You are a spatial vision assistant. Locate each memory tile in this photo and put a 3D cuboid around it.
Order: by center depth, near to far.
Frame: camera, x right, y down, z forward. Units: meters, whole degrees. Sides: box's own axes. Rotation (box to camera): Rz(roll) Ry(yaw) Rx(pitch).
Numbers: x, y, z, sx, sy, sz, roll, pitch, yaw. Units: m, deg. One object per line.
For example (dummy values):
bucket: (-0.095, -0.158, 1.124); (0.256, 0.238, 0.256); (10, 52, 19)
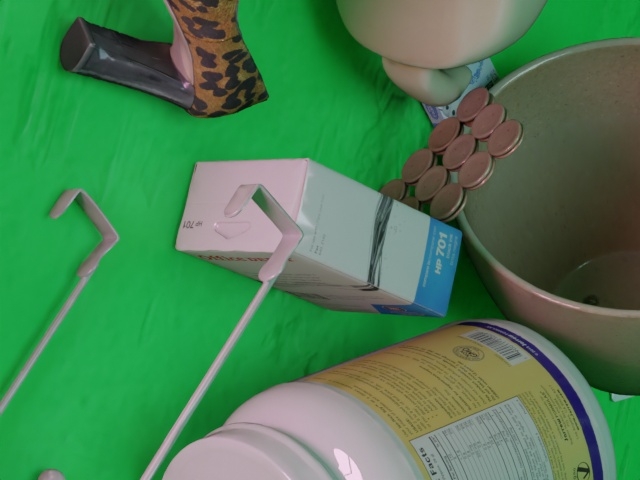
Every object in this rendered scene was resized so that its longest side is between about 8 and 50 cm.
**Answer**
memory tile: (0.111, -0.061, 1.599); (0.012, 0.113, 0.148); (37, 99, -31)

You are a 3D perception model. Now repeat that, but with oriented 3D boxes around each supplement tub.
supplement tub: (0.056, 0.211, 1.487); (0.331, 0.241, 0.241); (-17, 102, -43)

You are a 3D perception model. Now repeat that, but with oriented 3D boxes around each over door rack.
over door rack: (-0.141, 0.123, 1.290); (0.108, 0.239, 0.324); (36, 66, -37)

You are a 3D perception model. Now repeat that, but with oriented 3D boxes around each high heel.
high heel: (-0.054, -0.192, 1.390); (0.186, 0.261, 0.093); (13, 48, -41)

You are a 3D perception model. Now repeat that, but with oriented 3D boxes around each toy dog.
toy dog: (0.183, -0.345, 1.589); (0.408, 0.284, 0.395); (-46, 133, -36)

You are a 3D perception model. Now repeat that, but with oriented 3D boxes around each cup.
cup: (0.292, 0.010, 1.705); (0.331, 0.331, 0.237); (-54, 151, -30)

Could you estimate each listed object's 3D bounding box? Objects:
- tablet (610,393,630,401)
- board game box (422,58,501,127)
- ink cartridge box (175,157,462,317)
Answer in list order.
tablet: (0.316, 0.123, 1.910); (0.054, 0.006, 0.083); (-10, 97, -45)
board game box: (0.121, -0.158, 1.705); (0.090, 0.020, 0.090); (-47, 121, -34)
ink cartridge box: (0.000, 0.000, 1.500); (0.190, 0.139, 0.082); (25, 74, -42)
